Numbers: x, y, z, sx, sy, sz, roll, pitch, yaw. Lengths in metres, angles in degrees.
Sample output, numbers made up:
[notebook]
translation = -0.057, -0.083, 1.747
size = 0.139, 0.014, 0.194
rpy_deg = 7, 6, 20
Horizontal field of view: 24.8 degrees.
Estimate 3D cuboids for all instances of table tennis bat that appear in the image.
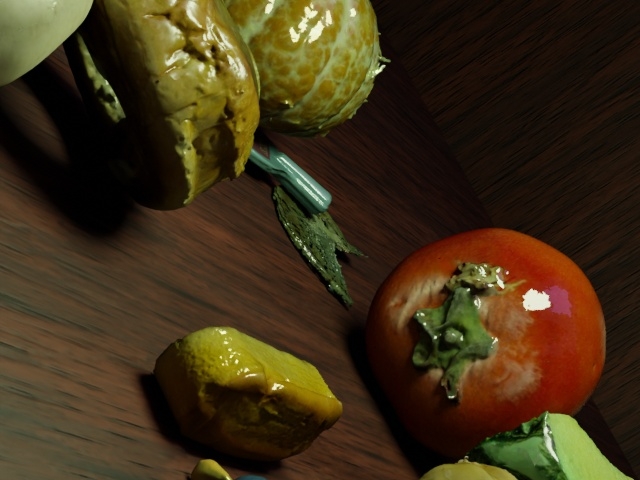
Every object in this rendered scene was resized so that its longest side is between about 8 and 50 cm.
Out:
[table tennis bat]
translation = -0.079, -0.124, 2.066
size = 0.244, 0.040, 0.153
rpy_deg = 42, 14, -15

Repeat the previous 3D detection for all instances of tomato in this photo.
[tomato]
translation = 0.226, 0.139, 1.951
size = 0.321, 0.321, 0.321
rpy_deg = 51, 15, -19

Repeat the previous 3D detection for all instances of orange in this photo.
[orange]
translation = -0.066, -0.297, 2.041
size = 0.329, 0.249, 0.329
rpy_deg = 41, 6, -5

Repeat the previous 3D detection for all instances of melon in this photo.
[melon]
translation = 0.308, 0.342, 1.855
size = 0.331, 0.226, 0.343
rpy_deg = 29, 2, 44

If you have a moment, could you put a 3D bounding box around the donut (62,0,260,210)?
[donut]
translation = -0.167, -0.187, 1.464
size = 0.330, 0.160, 0.330
rpy_deg = 158, -90, -78

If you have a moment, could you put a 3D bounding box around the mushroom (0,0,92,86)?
[mushroom]
translation = -0.319, -0.230, 1.261
size = 0.246, 0.202, 0.246
rpy_deg = 10, 53, -13

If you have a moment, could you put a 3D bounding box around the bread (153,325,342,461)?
[bread]
translation = -0.063, 0.153, 1.406
size = 0.094, 0.102, 0.245
rpy_deg = 61, 13, 27

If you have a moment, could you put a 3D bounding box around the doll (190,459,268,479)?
[doll]
translation = -0.053, 0.261, 1.252
size = 0.102, 0.089, 0.179
rpy_deg = 44, -5, -40

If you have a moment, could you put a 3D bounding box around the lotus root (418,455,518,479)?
[lotus root]
translation = 0.196, 0.398, 1.622
size = 0.169, 0.151, 0.342
rpy_deg = 20, 40, -39

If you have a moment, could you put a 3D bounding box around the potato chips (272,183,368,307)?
[potato chips]
translation = 0.003, -0.003, 2.115
size = 0.202, 0.029, 0.220
rpy_deg = 53, 16, -1
